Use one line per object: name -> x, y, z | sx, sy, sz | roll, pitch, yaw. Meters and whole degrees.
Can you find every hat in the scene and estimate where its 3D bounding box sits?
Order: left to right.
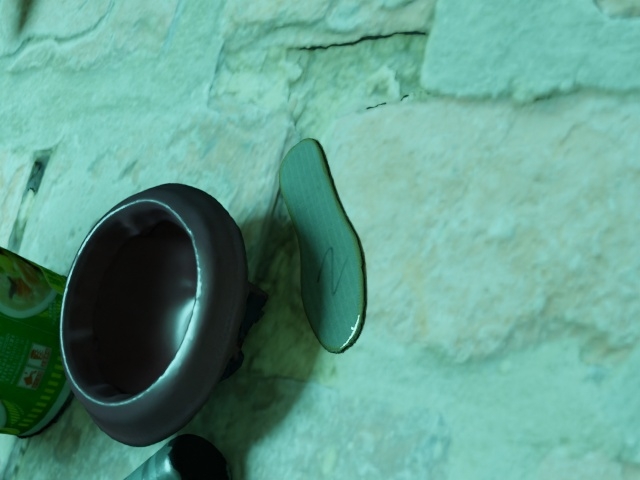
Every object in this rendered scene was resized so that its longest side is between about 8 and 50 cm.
hat -> -0.110, 0.056, 1.226 | 0.205, 0.089, 0.205 | -19, 62, 41

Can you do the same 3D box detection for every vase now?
vase -> -0.149, 0.217, 1.216 | 0.211, 0.060, 0.060 | -42, 44, 31

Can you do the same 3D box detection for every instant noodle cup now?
instant noodle cup -> -0.324, 0.068, 1.362 | 0.207, 0.232, 0.207 | -25, 55, 42

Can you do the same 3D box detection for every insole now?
insole -> 0.000, 0.000, 1.188 | 0.064, 0.004, 0.188 | -42, 44, 28
